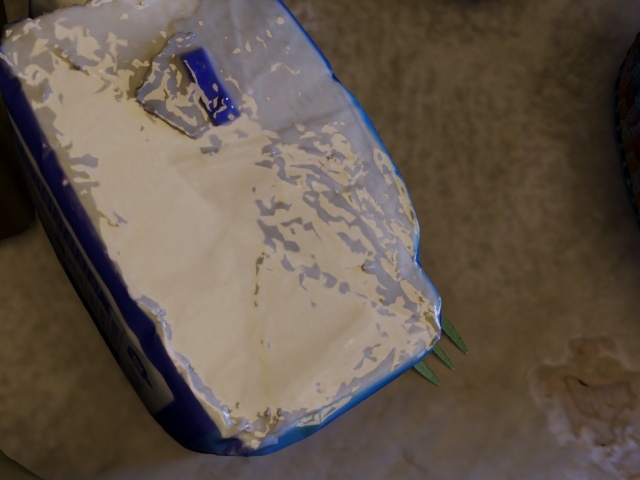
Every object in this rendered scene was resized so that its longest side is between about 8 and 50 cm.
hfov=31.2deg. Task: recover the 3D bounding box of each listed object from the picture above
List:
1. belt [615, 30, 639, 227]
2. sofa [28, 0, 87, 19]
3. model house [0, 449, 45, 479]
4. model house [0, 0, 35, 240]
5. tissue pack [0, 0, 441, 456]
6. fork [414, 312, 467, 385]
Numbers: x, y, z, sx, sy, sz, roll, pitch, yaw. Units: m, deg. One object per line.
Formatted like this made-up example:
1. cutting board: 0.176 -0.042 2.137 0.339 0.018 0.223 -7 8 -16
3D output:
1. belt: 0.296 -0.065 0.717 0.207 0.160 0.295 -25 82 4
2. sofa: -0.108 -0.144 0.717 0.147 0.060 0.085 2 95 -9
3. model house: -0.254 0.239 0.439 0.245 0.280 0.312 36 109 -3
4. model house: -0.239 -0.072 0.588 0.173 0.268 0.239 30 70 9
5. tissue pack: -0.056 -0.001 0.580 0.137 0.269 0.209 -32 85 -14
6. fork: 0.001 0.000 0.718 0.235 0.021 0.039 44 72 0
